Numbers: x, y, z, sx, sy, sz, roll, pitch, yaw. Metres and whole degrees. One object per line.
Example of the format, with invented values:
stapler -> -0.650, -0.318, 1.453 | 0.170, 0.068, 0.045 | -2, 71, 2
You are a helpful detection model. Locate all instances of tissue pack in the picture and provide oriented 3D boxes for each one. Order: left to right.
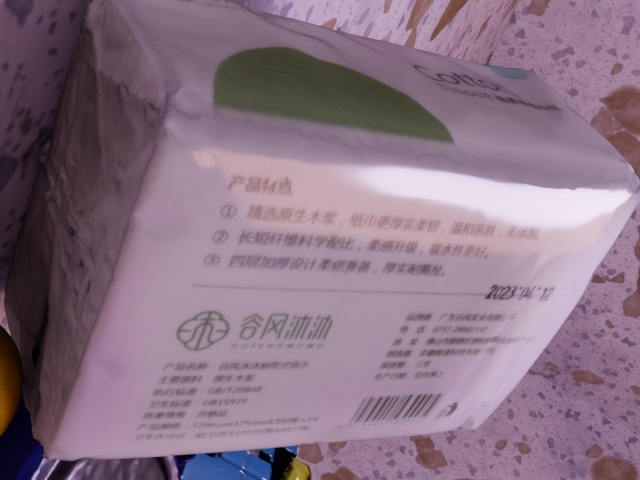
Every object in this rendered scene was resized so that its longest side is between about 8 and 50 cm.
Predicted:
tissue pack -> -0.001, -0.001, 0.579 | 0.357, 0.194, 0.266 | 5, 126, -33

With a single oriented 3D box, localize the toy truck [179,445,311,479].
toy truck -> -0.108, 0.215, 1.017 | 0.162, 0.161, 0.385 | -47, -162, 30

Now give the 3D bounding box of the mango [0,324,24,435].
mango -> -0.225, 0.076, 0.451 | 0.111, 0.089, 0.163 | -55, 162, -13

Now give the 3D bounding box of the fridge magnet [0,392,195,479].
fridge magnet -> -0.211, 0.228, 0.705 | 0.265, 0.113, 0.265 | 0, 90, -58
